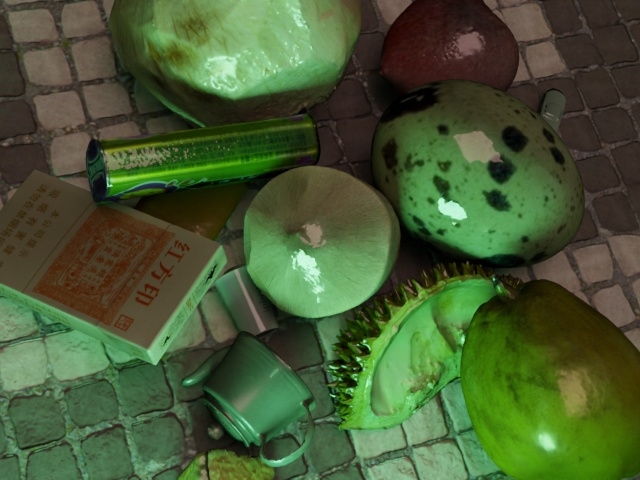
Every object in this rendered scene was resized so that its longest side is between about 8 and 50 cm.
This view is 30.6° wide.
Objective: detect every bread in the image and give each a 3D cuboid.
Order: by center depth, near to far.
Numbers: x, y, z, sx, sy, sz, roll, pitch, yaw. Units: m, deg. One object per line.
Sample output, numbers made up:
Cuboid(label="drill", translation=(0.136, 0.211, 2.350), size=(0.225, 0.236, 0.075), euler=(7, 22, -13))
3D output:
Cuboid(label="bread", translation=(-0.140, 0.443, 1.686), size=(0.141, 0.178, 0.266), euler=(-16, 65, 13))
Cuboid(label="bread", translation=(-0.244, -0.001, 1.865), size=(0.138, 0.077, 0.361), euler=(30, 63, 0))

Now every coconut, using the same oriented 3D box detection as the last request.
Cuboid(label="coconut", translation=(0.000, 0.000, 1.812), size=(0.237, 0.266, 0.237), euler=(1, 94, 12))
Cuboid(label="coconut", translation=(-0.146, -0.370, 1.866), size=(0.415, 0.415, 0.345), euler=(-7, 37, -18))

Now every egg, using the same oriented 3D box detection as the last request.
Cuboid(label="egg", translation=(0.259, -0.103, 1.928), size=(0.379, 0.287, 0.288), euler=(37, 63, -6))

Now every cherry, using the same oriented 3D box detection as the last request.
Cuboid(label="cherry", translation=(0.221, -0.322, 2.071), size=(0.239, 0.206, 0.239), euler=(-5, 72, 15))

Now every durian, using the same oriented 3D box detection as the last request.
Cuboid(label="durian", translation=(0.174, 0.151, 1.865), size=(0.394, 0.163, 0.198), euler=(-26, 81, -22))

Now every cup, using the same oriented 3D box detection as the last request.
Cuboid(label="cup", translation=(-0.105, 0.097, 1.871), size=(0.104, 0.074, 0.116), euler=(-11, 71, -50))

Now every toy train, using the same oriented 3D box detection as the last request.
Cuboid(label="toy train", translation=(0.409, -0.198, 2.145), size=(0.043, 0.047, 0.208), euler=(24, 64, -5))

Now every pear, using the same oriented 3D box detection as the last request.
Cuboid(label="pear", translation=(0.355, 0.216, 1.806), size=(0.287, 0.287, 0.375), euler=(-29, 91, -24))

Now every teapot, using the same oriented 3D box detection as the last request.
Cuboid(label="teapot", translation=(-0.107, 0.247, 1.752), size=(0.149, 0.162, 0.239), euler=(-43, 56, -17))

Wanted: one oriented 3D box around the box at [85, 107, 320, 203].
Cuboid(label="box", translation=(-0.178, -0.131, 1.802), size=(0.345, 0.134, 0.097), euler=(-10, 85, -22))

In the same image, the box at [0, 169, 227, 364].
Cuboid(label="box", translation=(-0.344, 0.033, 1.758), size=(0.365, 0.051, 0.205), euler=(21, 60, 22))
